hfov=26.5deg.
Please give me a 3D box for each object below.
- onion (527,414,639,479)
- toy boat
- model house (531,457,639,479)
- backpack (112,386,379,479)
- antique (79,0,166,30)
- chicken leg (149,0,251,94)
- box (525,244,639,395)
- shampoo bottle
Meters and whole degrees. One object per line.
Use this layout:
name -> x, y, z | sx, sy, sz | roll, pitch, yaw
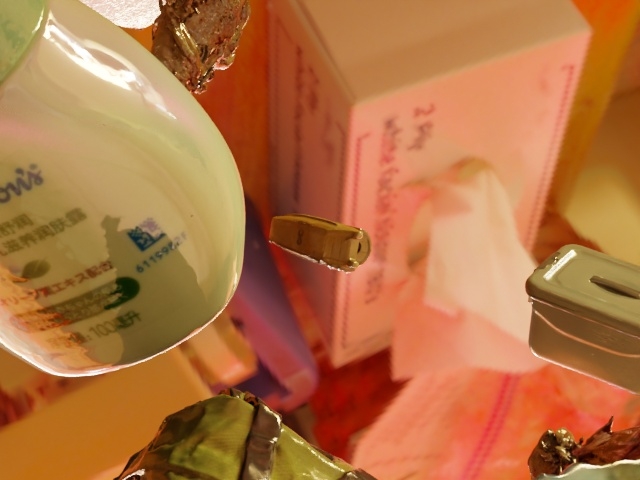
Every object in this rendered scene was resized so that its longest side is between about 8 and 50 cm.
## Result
onion -> 0.385, 0.319, 1.546 | 0.281, 0.281, 0.221 | -29, 149, 2
toy boat -> 0.000, 0.000, 1.981 | 0.088, 0.226, 0.068 | 6, 95, -31
model house -> 0.225, 0.385, 1.073 | 0.297, 0.360, 0.339 | -5, 156, -32
backpack -> -0.038, 0.191, 0.868 | 0.140, 0.207, 0.253 | -58, 177, -30
antique -> -0.258, -0.313, 1.640 | 0.081, 0.080, 0.221 | -26, 173, 26
chicken leg -> -0.132, -0.165, 1.239 | 0.196, 0.080, 0.125 | -70, 159, -6
box -> 0.300, 0.086, 1.406 | 0.124, 0.172, 0.093 | -33, 137, -49
shampoo bottle -> -0.196, -0.073, 0.816 | 0.222, 0.151, 0.349 | -17, 133, 19
